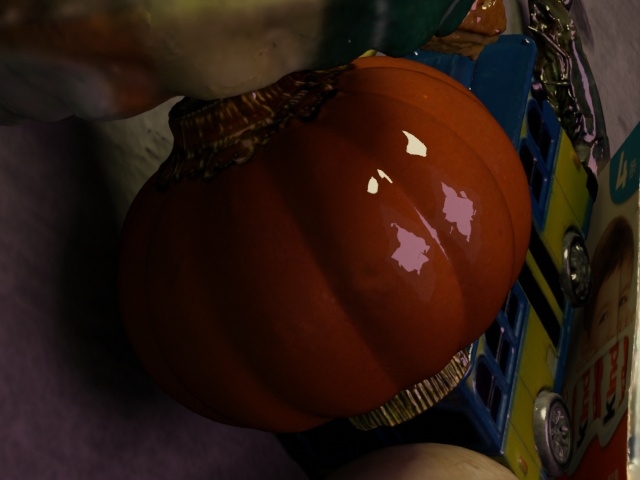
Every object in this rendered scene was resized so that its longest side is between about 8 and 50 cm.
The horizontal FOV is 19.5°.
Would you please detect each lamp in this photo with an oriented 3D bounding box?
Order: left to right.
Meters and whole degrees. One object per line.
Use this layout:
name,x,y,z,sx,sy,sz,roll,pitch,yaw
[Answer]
lamp,0.000,0.000,0.949,0.197,0.223,0.223,59,34,-18

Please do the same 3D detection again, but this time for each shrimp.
shrimp,0.177,-0.090,1.476,0.198,0.051,0.262,-24,106,-60

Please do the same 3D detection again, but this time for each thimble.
thimble,-0.070,-0.151,0.823,0.254,0.288,0.167,-19,103,-34

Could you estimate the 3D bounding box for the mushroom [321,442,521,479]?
mushroom,0.064,0.217,1.001,0.204,0.204,0.204,27,59,-56

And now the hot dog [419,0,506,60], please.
hot dog,0.004,-0.202,1.067,0.123,0.093,0.261,-43,105,-43

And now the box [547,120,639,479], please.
box,0.188,0.090,1.270,0.273,0.048,0.265,114,-15,-63

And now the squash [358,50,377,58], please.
squash,-0.031,-0.218,1.146,0.252,0.048,0.252,20,67,-57

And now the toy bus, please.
toy bus,0.078,0.026,1.168,0.175,0.138,0.288,57,36,-40
